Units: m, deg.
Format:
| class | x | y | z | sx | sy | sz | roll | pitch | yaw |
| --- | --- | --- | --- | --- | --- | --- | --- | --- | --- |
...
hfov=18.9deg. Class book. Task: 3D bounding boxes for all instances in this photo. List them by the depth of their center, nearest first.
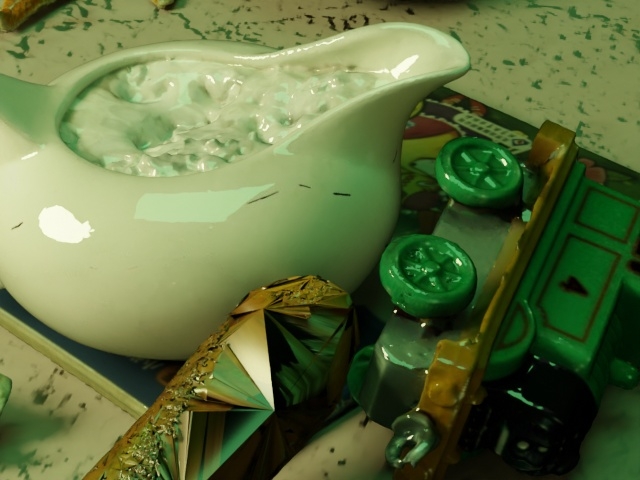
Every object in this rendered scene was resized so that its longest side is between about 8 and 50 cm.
| class | x | y | z | sx | sy | sz | roll | pitch | yaw |
| --- | --- | --- | --- | --- | --- | --- | --- | --- | --- |
| book | 0.000 | 0.000 | 1.042 | 0.322 | 0.018 | 0.228 | -30 | 40 | -33 |

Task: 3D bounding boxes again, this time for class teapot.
| class | x | y | z | sx | sy | sz | roll | pitch | yaw |
| --- | --- | --- | --- | --- | --- | --- | --- | --- | --- |
| teapot | -0.084 | -0.033 | 0.954 | 0.299 | 0.166 | 0.208 | 2 | 45 | -9 |

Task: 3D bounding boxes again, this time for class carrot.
| class | x | y | z | sx | sy | sz | roll | pitch | yaw |
| --- | --- | --- | --- | --- | --- | --- | --- | --- | --- |
| carrot | -0.065 | 0.103 | 0.821 | 0.069 | 0.069 | 0.229 | 23 | 56 | 36 |

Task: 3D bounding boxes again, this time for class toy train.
| class | x | y | z | sx | sy | sz | roll | pitch | yaw |
| --- | --- | --- | --- | --- | --- | --- | --- | --- | --- |
| toy train | 0.096 | 0.033 | 0.907 | 0.136 | 0.091 | 0.228 | 21 | 44 | 6 |

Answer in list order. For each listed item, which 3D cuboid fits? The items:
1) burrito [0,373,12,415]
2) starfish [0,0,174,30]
| class | x | y | z | sx | sy | sz | roll | pitch | yaw |
| --- | --- | --- | --- | --- | --- | --- | --- | --- | --- |
| burrito | -0.205 | 0.076 | 0.933 | 0.118 | 0.044 | 0.074 | -3 | 29 | 10 |
| starfish | -0.173 | -0.243 | 1.367 | 0.138 | 0.050 | 0.247 | -3 | 53 | -11 |
